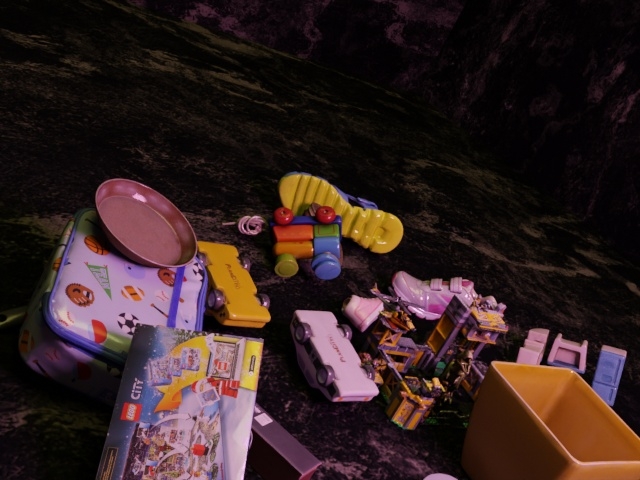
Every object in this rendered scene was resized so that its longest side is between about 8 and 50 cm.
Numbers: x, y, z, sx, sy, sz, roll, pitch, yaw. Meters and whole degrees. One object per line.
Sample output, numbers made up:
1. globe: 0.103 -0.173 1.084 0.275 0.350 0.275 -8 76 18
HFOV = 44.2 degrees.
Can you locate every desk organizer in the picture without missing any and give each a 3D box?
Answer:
1. desk organizer: -0.068 0.281 1.058 0.130 0.050 0.047 38 24 23

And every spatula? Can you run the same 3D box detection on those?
1. spatula: -0.352 0.096 1.161 0.084 0.030 0.296 44 27 26

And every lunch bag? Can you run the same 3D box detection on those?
1. lunch bag: -0.272 0.091 1.108 0.243 0.115 0.303 28 30 -19

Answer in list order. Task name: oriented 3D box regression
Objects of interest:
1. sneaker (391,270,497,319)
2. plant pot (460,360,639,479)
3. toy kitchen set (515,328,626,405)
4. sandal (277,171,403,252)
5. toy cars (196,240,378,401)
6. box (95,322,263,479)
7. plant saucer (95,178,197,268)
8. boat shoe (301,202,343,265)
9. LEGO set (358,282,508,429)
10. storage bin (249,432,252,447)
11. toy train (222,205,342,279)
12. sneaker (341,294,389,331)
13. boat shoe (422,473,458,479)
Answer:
1. sneaker: 0.277 0.121 1.716 0.252 0.111 0.103 25 22 -5
2. plant pot: 0.347 0.334 1.236 0.212 0.187 0.212 11 28 -35
3. toy kitchen set: 0.529 0.289 1.684 0.207 0.122 0.166 14 17 22
4. sandal: 0.037 -0.070 1.869 0.317 0.126 0.138 27 12 -18
5. toy cars: -0.076 0.147 1.305 0.393 0.087 0.176 34 28 6
6. box: -0.159 0.215 0.912 0.159 0.044 0.233 8 54 -1
7. plant saucer: -0.255 -0.019 1.137 0.168 0.029 0.168 33 27 -20
8. boat shoe: 0.000 0.000 1.735 0.064 0.060 0.178 22 38 -43
9. LEGO set: 0.237 0.199 1.394 0.331 0.192 0.255 16 25 -25
10. storage bin: -0.153 0.249 0.981 0.135 0.098 0.091 35 -21 19
11. toy train: -0.078 0.015 1.595 0.248 0.105 0.143 -2 45 -1
12. sneaker: 0.087 0.129 1.561 0.070 0.051 0.134 38 28 11
13. boat shoe: 0.155 0.372 1.131 0.049 0.040 0.142 33 21 36
